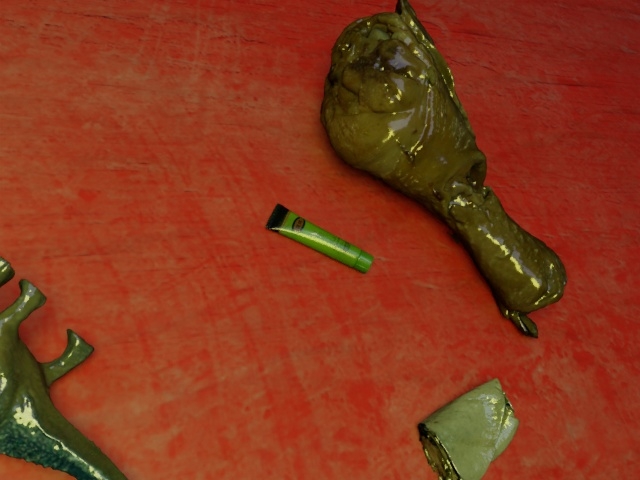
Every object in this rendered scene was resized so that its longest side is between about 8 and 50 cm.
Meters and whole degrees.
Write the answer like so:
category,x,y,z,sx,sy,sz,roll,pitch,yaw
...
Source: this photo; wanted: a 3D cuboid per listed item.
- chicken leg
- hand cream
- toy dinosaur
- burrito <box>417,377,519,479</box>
category,x,y,z,sx,sy,sz,roll,pitch,yaw
chicken leg,0.149,-0.078,0.732,0.201,0.153,0.429,-34,86,-44
hand cream,0.000,0.000,0.685,0.122,0.023,0.036,27,57,-3
toy dinosaur,-0.259,0.096,0.478,0.363,0.076,0.147,30,63,1
burrito,0.154,0.190,0.624,0.118,0.044,0.074,-24,70,-31
